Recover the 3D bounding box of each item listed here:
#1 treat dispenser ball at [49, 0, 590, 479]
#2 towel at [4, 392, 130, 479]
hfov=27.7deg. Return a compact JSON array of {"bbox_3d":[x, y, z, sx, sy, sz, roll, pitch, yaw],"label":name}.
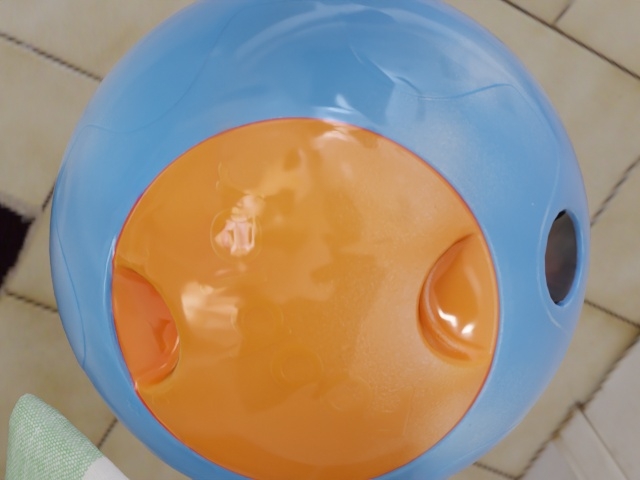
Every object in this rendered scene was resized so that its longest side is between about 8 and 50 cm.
[{"bbox_3d":[0.000,0.000,0.704,0.288,0.288,0.288,-7,120,-12],"label":"treat dispenser ball"},{"bbox_3d":[-0.010,0.224,0.405,0.038,0.325,0.247,-13,119,-38],"label":"towel"}]
